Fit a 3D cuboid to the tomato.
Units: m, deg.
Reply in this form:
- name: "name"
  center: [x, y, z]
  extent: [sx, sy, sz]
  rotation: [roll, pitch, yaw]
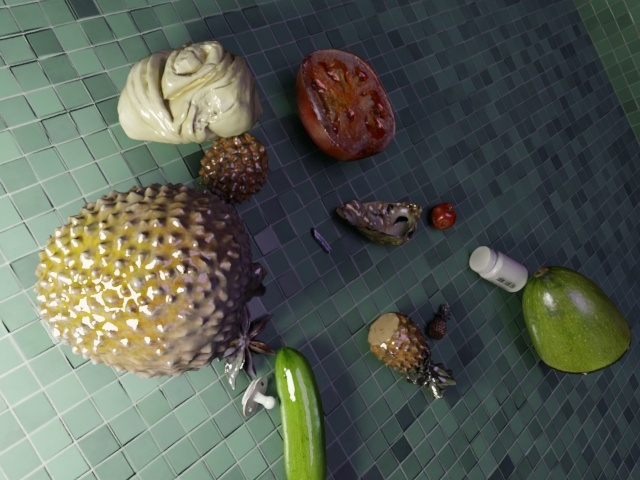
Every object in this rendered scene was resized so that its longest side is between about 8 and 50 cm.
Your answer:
- name: "tomato"
  center: [0.052, -0.364, 1.487]
  extent: [0.338, 0.143, 0.338]
  rotation: [12, 69, -34]

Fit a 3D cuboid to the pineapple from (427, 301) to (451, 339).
- name: "pineapple"
  center: [0.366, 0.244, 1.610]
  extent: [0.058, 0.058, 0.124]
  rotation: [46, 45, -15]

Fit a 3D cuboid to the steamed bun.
- name: "steamed bun"
  center: [-0.294, -0.343, 1.184]
  extent: [0.276, 0.289, 0.203]
  rotation: [-74, 164, -60]

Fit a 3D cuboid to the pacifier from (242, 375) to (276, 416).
- name: "pacifier"
  center: [-0.140, 0.367, 1.225]
  extent: [0.099, 0.078, 0.081]
  rotation: [-59, 155, -26]

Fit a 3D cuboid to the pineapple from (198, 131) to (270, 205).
- name: "pineapple"
  center: [-0.213, -0.163, 1.264]
  extent: [0.166, 0.166, 0.193]
  rotation: [41, 69, -18]

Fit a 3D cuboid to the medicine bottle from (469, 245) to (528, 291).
- name: "medicine bottle"
  center: [0.594, 0.095, 1.754]
  extent: [0.186, 0.103, 0.103]
  rotation: [26, 66, -26]

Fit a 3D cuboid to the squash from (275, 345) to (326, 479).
- name: "squash"
  center: [-0.043, 0.449, 1.256]
  extent: [0.107, 0.107, 0.395]
  rotation: [-1, 79, -33]

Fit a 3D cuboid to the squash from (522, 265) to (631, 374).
- name: "squash"
  center: [0.806, 0.222, 1.702]
  extent: [0.310, 0.310, 0.309]
  rotation: [-55, 127, -29]

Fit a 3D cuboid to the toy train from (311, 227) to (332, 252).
- name: "toy train"
  center: [0.000, 0.000, 1.442]
  extent: [0.017, 0.017, 0.083]
  rotation: [-46, 105, -24]

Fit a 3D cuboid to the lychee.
- name: "lychee"
  center: [-0.313, 0.076, 1.017]
  extent: [0.432, 0.380, 0.380]
  rotation: [1, 78, -20]

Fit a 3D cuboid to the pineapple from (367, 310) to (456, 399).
- name: "pineapple"
  center: [0.269, 0.323, 1.478]
  extent: [0.310, 0.141, 0.170]
  rotation: [44, 34, -25]

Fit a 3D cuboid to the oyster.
- name: "oyster"
  center: [0.169, -0.062, 1.538]
  extent: [0.294, 0.094, 0.166]
  rotation: [11, 54, -21]

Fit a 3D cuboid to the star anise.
- name: "star anise"
  center: [-0.180, 0.237, 1.242]
  extent: [0.180, 0.061, 0.204]
  rotation: [-5, 83, -41]

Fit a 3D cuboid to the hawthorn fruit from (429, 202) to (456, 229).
- name: "hawthorn fruit"
  center: [0.394, -0.079, 1.674]
  extent: [0.093, 0.093, 0.093]
  rotation: [8, 74, -31]
